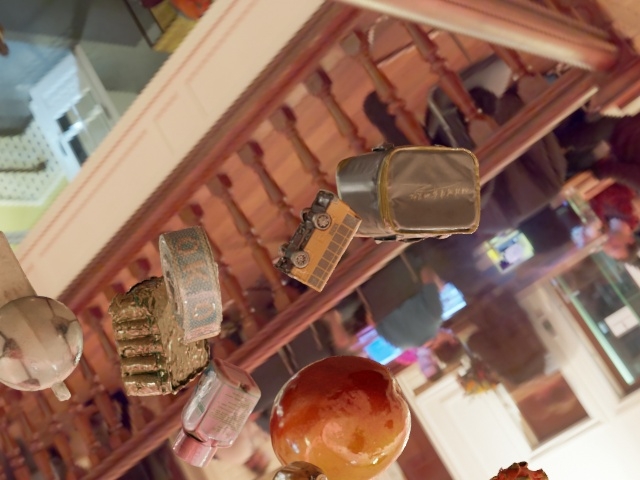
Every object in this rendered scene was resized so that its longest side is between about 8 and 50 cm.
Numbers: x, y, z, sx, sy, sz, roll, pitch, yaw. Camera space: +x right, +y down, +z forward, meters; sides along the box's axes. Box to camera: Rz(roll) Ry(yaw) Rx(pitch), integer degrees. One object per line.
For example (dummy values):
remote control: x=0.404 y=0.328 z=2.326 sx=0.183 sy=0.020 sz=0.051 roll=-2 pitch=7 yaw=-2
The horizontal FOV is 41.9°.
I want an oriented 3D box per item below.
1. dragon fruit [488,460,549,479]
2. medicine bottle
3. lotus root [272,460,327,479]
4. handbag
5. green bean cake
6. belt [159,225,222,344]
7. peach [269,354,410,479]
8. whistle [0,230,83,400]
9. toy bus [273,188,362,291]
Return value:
dragon fruit: x=0.399 y=0.484 z=1.668 sx=0.116 sy=0.086 sz=0.081 roll=-23 pitch=123 yaw=-12
medicine bottle: x=-0.205 y=0.336 z=1.609 sx=0.188 sy=0.094 sz=0.119 roll=-60 pitch=-155 yaw=3
lotus root: x=-0.036 y=0.392 z=1.349 sx=0.072 sy=0.063 sz=0.152 roll=-34 pitch=-174 yaw=-27
handbag: x=0.185 y=-0.105 z=1.820 sx=0.263 sy=0.222 sz=0.241 roll=0 pitch=179 yaw=-27
green bean cake: x=-0.361 y=0.207 z=1.886 sx=0.132 sy=0.255 sz=0.241 roll=-9 pitch=-170 yaw=21
belt: x=-0.197 y=0.060 z=1.290 sx=0.082 sy=0.147 sz=0.163 roll=-12 pitch=149 yaw=-18
peach: x=0.051 y=0.408 z=1.902 sx=0.332 sy=0.308 sz=0.308 roll=-42 pitch=162 yaw=22
whistle: x=-0.465 y=0.130 z=1.303 sx=0.163 sy=0.289 sz=0.163 roll=-21 pitch=-162 yaw=7
toy bus: x=0.000 y=0.000 z=1.639 sx=0.182 sy=0.103 sz=0.091 roll=-60 pitch=-155 yaw=-3
